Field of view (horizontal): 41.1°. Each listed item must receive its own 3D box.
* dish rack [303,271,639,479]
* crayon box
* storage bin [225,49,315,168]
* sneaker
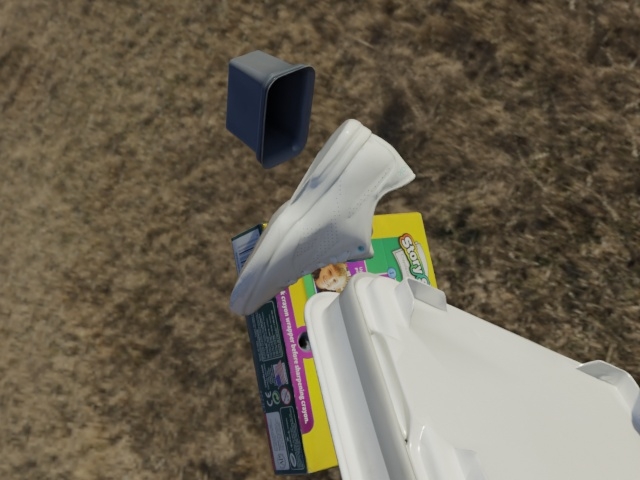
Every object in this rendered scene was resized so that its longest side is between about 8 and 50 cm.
[{"bbox_3d":[0.156,0.148,0.595,0.072,0.333,0.285,-53,29,25],"label":"dish rack"},{"bbox_3d":[0.050,0.148,1.323,0.106,0.313,0.362,-23,75,52],"label":"crayon box"},{"bbox_3d":[-0.068,-0.179,1.106,0.091,0.098,0.135,36,137,29],"label":"storage bin"},{"bbox_3d":[0.000,0.000,0.770,0.212,0.094,0.080,-52,11,17],"label":"sneaker"}]
